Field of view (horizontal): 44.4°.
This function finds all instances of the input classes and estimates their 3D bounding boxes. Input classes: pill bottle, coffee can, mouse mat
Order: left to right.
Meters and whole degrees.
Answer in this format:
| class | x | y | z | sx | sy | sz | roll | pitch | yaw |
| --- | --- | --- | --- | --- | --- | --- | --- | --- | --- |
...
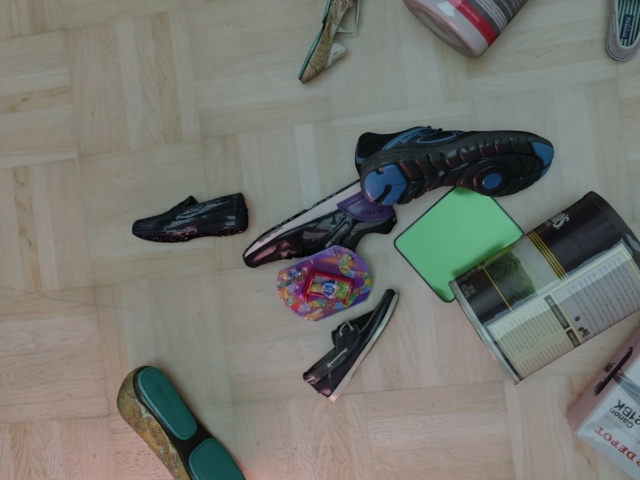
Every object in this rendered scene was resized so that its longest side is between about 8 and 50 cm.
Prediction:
| class | x | y | z | sx | sy | sz | roll | pitch | yaw |
| --- | --- | --- | --- | --- | --- | --- | --- | --- | --- |
| mouse mat | 0.245 | -0.002 | 1.391 | 0.189 | 0.007 | 0.153 | -42 | 84 | 7 |
| pill bottle | 0.296 | -0.477 | 1.289 | 0.176 | 0.176 | 0.318 | 41 | 98 | 7 |
| coffee can | 0.377 | 0.079 | 1.270 | 0.275 | 0.201 | 0.201 | -34 | 85 | 9 |

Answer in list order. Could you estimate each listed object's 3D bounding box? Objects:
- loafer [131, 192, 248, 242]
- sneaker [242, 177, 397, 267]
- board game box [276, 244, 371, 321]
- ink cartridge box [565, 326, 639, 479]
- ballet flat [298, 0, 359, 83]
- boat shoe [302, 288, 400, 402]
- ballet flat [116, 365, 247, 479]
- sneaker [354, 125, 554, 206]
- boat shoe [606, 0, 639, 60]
| class | x | y | z | sx | sy | sz | roll | pitch | yaw |
| --- | --- | --- | --- | --- | --- | --- | --- | --- | --- |
| loafer | -0.240 | -0.042 | 1.446 | 0.223 | 0.076 | 0.078 | -7 | 75 | 11 |
| sneaker | 0.000 | 0.000 | 1.388 | 0.283 | 0.107 | 0.124 | -29 | 92 | 9 |
| board game box | 0.008 | 0.088 | 1.384 | 0.168 | 0.033 | 0.133 | -24 | 119 | 13 |
| ink cartridge box | 0.560 | 0.257 | 1.255 | 0.197 | 0.114 | 0.273 | 38 | 98 | 7 |
| ballet flat | 0.025 | -0.369 | 1.395 | 0.067 | 0.073 | 0.206 | 21 | 98 | -5 |
| boat shoe | 0.058 | 0.176 | 1.388 | 0.079 | 0.084 | 0.233 | 37 | 100 | 7 |
| ballet flat | -0.254 | 0.389 | 1.441 | 0.123 | 0.123 | 0.348 | -39 | 85 | 8 |
| sneaker | 0.225 | -0.152 | 1.329 | 0.340 | 0.140 | 0.125 | -4 | 131 | -9 |
| boat shoe | 0.526 | -0.416 | 1.300 | 0.083 | 0.076 | 0.226 | 4 | 91 | 10 |
